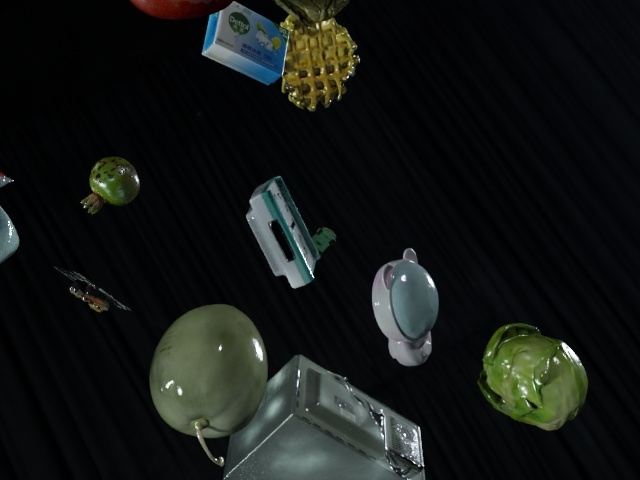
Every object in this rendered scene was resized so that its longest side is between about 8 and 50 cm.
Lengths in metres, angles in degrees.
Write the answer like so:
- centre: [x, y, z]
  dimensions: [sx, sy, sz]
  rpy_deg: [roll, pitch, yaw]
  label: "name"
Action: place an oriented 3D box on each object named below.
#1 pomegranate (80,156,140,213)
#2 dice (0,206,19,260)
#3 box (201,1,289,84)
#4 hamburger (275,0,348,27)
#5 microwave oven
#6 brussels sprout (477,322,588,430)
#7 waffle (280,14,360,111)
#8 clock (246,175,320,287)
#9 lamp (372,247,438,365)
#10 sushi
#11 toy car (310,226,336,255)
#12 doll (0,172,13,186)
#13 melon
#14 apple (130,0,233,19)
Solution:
- centre: [-0.659, -0.169, 2.429]
  dimensions: [0.205, 0.159, 0.159]
  rpy_deg: [-51, -5, -23]
  label: "pomegranate"
- centre: [-0.935, 0.004, 1.913]
  dimensions: [0.262, 0.265, 0.268]
  rpy_deg: [-24, 18, 52]
  label: "dice"
- centre: [-0.181, -0.489, 1.915]
  dimensions: [0.194, 0.139, 0.073]
  rpy_deg: [20, -24, -30]
  label: "box"
- centre: [-0.029, -0.589, 1.756]
  dimensions: [0.183, 0.206, 0.130]
  rpy_deg: [-50, 8, -3]
  label: "hamburger"
- centre: [0.019, 0.558, 2.065]
  dimensions: [0.374, 0.432, 0.236]
  rpy_deg: [-46, 21, 26]
  label: "microwave oven"
- centre: [0.539, 0.351, 1.978]
  dimensions: [0.227, 0.294, 0.259]
  rpy_deg: [-37, 23, -17]
  label: "brussels sprout"
- centre: [-0.020, -0.515, 2.236]
  dimensions: [0.280, 0.060, 0.262]
  rpy_deg: [31, -83, -29]
  label: "waffle"
- centre: [-0.109, -0.017, 2.042]
  dimensions: [0.116, 0.262, 0.231]
  rpy_deg: [-25, 12, 10]
  label: "clock"
- centre: [0.193, 0.150, 1.653]
  dimensions: [0.108, 0.246, 0.179]
  rpy_deg: [-3, 16, 37]
  label: "lamp"
- centre: [-0.621, 0.147, 2.081]
  dimensions: [0.279, 0.192, 0.043]
  rpy_deg: [4, 58, 57]
  label: "sushi"
- centre: [0.000, 0.000, 2.195]
  dimensions: [0.122, 0.059, 0.035]
  rpy_deg: [-43, 13, 41]
  label: "toy car"
- centre: [-0.770, -0.144, 1.826]
  dimensions: [0.057, 0.114, 0.039]
  rpy_deg: [42, -118, -66]
  label: "doll"
- centre: [-0.236, 0.278, 1.658]
  dimensions: [0.272, 0.272, 0.308]
  rpy_deg: [-34, 17, 12]
  label: "melon"
- centre: [-0.280, -0.563, 1.534]
  dimensions: [0.260, 0.260, 0.216]
  rpy_deg: [-26, -40, -18]
  label: "apple"
